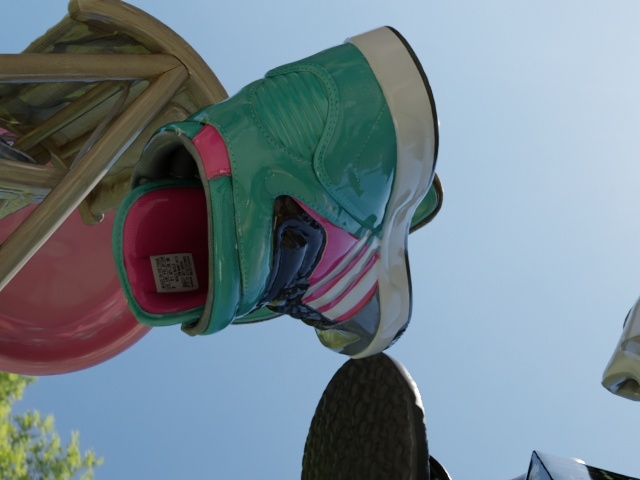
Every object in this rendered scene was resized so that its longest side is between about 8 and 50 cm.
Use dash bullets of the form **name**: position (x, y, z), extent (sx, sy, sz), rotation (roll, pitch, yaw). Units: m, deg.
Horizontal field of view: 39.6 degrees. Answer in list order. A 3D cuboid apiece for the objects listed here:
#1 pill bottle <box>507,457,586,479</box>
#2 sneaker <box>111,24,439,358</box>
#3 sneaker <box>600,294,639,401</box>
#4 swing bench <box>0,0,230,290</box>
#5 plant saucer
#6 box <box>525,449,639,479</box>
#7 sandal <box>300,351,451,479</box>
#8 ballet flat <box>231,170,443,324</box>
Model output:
- **pill bottle**: position (0.218, 0.385, 1.081), extent (0.278, 0.162, 0.162), rotation (-27, -129, 19)
- **sneaker**: position (-0.034, 0.011, 0.553), extent (0.178, 0.295, 0.123), rotation (-19, -123, -14)
- **sneaker**: position (0.283, 0.129, 0.520), extent (0.122, 0.146, 0.330), rotation (26, -166, -21)
- **swing bench**: position (-0.237, -0.059, 0.661), extent (0.255, 0.253, 0.165), rotation (-36, -77, -41)
- **plant saucer**: position (-0.328, -0.002, 1.078), extent (0.332, 0.332, 0.084), rotation (-12, -158, -20)
- **box**: position (0.103, 0.122, 0.333), extent (0.052, 0.083, 0.062), rotation (14, -90, 5)
- **sandal**: position (0.076, 0.324, 0.850), extent (0.107, 0.167, 0.445), rotation (21, -131, -40)
- **ballet flat**: position (0.000, 0.000, 1.160), extent (0.349, 0.123, 0.123), rotation (-30, -123, 8)
